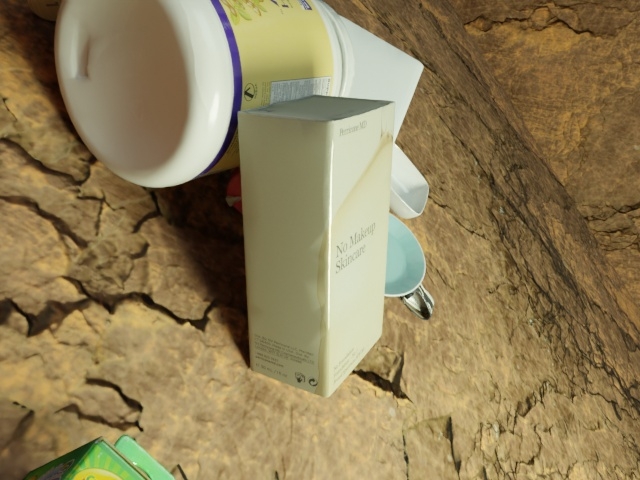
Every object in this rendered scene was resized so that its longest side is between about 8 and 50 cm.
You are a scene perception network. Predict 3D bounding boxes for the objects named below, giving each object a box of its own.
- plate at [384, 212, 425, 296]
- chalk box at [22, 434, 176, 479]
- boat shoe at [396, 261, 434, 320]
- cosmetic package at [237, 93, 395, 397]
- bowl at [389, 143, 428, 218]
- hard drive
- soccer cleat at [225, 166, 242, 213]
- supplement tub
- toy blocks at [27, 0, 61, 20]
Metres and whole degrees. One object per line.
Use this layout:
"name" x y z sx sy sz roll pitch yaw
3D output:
"plate" 0.089 0.017 0.886 0.188 0.024 0.188 16 48 -18
"chalk box" -0.170 0.235 0.363 0.132 0.132 0.213 48 37 -12
"boat shoe" 0.155 0.090 0.926 0.125 0.046 0.038 50 31 -23
"cosmetic package" 0.000 0.000 0.614 0.160 0.113 0.309 -35 132 -53
"bowl" 0.150 -0.115 1.067 0.142 0.053 0.142 46 36 -14
"hard drive" 0.056 -0.259 0.960 0.203 0.040 0.307 28 59 -7
"soccer cleat" -0.030 -0.018 0.767 0.248 0.083 0.095 43 33 -14
"supplement tub" -0.120 -0.215 0.671 0.241 0.241 0.331 57 36 1
"toy blocks" -0.321 -0.347 0.698 0.123 0.054 0.148 8 57 -45
